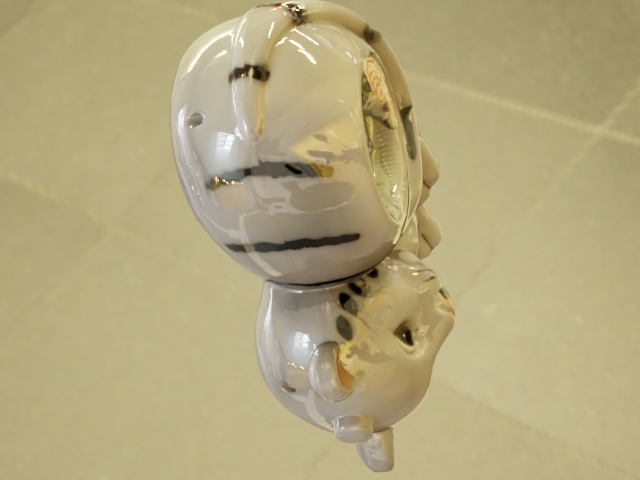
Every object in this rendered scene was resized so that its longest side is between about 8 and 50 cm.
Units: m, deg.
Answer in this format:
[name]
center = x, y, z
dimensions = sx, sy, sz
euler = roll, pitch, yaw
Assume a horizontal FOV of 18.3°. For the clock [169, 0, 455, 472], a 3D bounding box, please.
[clock]
center = 0.001, 0.000, 0.718
dimensions = 0.080, 0.176, 0.117
euler = -10, 53, 13
